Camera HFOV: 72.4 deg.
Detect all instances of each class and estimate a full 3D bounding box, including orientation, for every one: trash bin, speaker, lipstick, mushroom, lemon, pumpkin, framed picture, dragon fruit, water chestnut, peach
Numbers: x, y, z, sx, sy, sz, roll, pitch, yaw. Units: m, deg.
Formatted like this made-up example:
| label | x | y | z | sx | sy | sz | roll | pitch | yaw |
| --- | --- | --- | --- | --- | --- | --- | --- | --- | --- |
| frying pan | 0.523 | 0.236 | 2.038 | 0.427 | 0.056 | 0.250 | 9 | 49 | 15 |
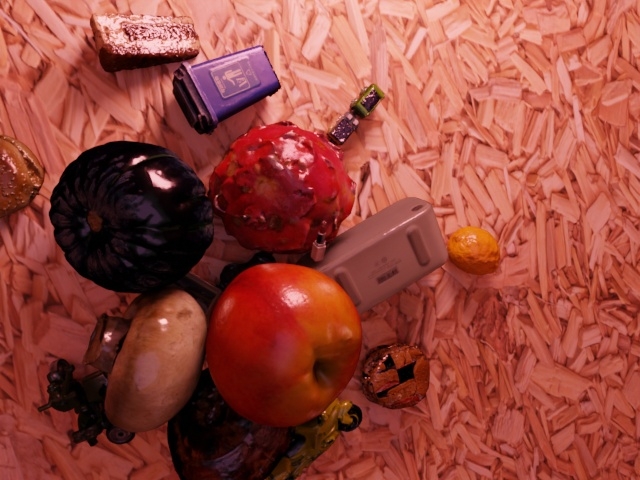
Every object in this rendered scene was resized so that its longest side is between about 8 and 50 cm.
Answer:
| label | x | y | z | sx | sy | sz | roll | pitch | yaw |
| --- | --- | --- | --- | --- | --- | --- | --- | --- | --- |
| trash bin | -0.237 | -0.379 | 1.095 | 0.235 | 0.184 | 0.162 | -31 | 105 | -17 |
| speaker | 0.152 | 0.055 | 1.240 | 0.406 | 0.183 | 0.184 | -30 | 110 | -5 |
| lipstick | 0.000 | 0.000 | 1.045 | 0.025 | 0.025 | 0.107 | -11 | 130 | -31 |
| mushroom | -0.416 | 0.271 | 1.057 | 0.260 | 0.352 | 0.352 | 22 | 94 | -26 |
| lemon | 0.467 | 0.034 | 1.322 | 0.187 | 0.142 | 0.142 | 35 | 91 | -18 |
| pumpkin | -0.436 | -0.050 | 1.020 | 0.364 | 0.266 | 0.363 | 2 | 100 | 14 |
| framed picture | -0.360 | 0.143 | 1.201 | 0.149 | 0.011 | 0.109 | 31 | 101 | -5 |
| dragon fruit | -0.090 | -0.129 | 1.113 | 0.371 | 0.249 | 0.386 | -43 | 95 | -5 |
| water chestnut | -0.239 | 0.508 | 1.194 | 0.351 | 0.350 | 0.302 | -19 | 146 | -9 |
| peach | -0.098 | 0.228 | 1.028 | 0.389 | 0.388 | 0.388 | -2 | 100 | -12 |

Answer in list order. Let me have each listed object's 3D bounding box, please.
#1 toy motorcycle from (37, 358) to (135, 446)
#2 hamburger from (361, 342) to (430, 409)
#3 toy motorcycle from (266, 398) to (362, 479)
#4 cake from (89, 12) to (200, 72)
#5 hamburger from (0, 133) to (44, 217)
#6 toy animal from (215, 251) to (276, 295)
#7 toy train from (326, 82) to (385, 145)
| label | x | y | z | sx | sy | sz | roll | pitch | yaw |
| --- | --- | --- | --- | --- | --- | --- | --- | --- | --- |
| toy motorcycle | -0.591 | 0.422 | 1.162 | 0.205 | 0.127 | 0.275 | -23 | 107 | -5 |
| hamburger | 0.238 | 0.427 | 1.359 | 0.231 | 0.107 | 0.230 | -1 | 94 | -18 |
| toy motorcycle | -0.042 | 0.579 | 1.302 | 0.342 | 0.142 | 0.206 | -39 | 104 | -6 |
| cake | -0.416 | -0.483 | 1.044 | 0.246 | 0.135 | 0.112 | -13 | 101 | -10 |
| hamburger | -0.778 | -0.158 | 1.025 | 0.189 | 0.122 | 0.215 | -28 | 102 | -4 |
| toy animal | -0.177 | 0.095 | 1.220 | 0.233 | 0.084 | 0.148 | -37 | 104 | -1 |
| toy train | 0.094 | -0.345 | 1.206 | 0.060 | 0.081 | 0.202 | 40 | 90 | -16 |
